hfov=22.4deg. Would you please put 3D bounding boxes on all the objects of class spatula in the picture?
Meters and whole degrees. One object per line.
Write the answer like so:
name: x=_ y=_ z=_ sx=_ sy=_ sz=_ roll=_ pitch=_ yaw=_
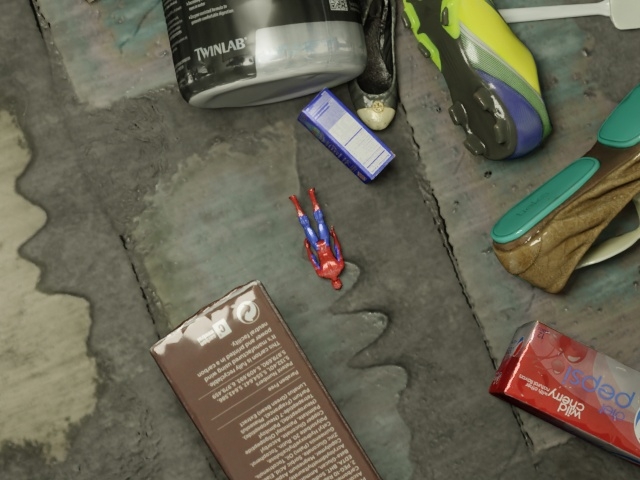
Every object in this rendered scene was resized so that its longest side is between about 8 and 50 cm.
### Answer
spatula: x=0.287 y=-0.319 z=1.845 sx=0.242 sy=0.019 sz=0.168 roll=-5 pitch=88 yaw=-6

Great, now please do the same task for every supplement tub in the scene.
supplement tub: x=-0.078 y=-0.322 z=1.714 sx=0.207 sy=0.207 sz=0.338 roll=-10 pitch=87 yaw=-6

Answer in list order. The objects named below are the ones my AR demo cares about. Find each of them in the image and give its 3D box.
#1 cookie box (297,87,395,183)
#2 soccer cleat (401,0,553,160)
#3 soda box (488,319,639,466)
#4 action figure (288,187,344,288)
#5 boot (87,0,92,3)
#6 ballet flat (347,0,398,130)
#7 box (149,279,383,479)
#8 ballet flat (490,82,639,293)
cookie box: x=0.028 y=-0.113 z=1.769 sx=0.107 sy=0.092 sz=0.040 roll=44 pitch=86 yaw=-2
soccer cleat: x=0.174 y=-0.228 z=1.802 sx=0.121 sy=0.093 sz=0.289 roll=-21 pitch=89 yaw=-41
soda box: x=0.326 y=0.185 z=1.782 sx=0.263 sy=0.083 sz=0.092 roll=26 pitch=83 yaw=-3
action figure: x=0.000 y=0.000 z=1.790 sx=0.038 sy=0.030 sz=0.115 roll=-20 pitch=93 yaw=-1
boot: x=-0.223 y=-0.315 z=1.786 sx=0.118 sy=0.042 sz=0.087 roll=-20 pitch=95 yaw=-6
ballet flat: x=0.059 y=-0.209 z=1.798 sx=0.058 sy=0.049 sz=0.173 roll=-2 pitch=86 yaw=-7
box: x=-0.026 y=0.237 z=1.691 sx=0.143 sy=0.191 sz=0.381 roll=-33 pitch=89 yaw=-7
ballet flat: x=0.342 y=-0.069 z=1.798 sx=0.342 sy=0.116 sz=0.124 roll=-44 pitch=111 yaw=-7
